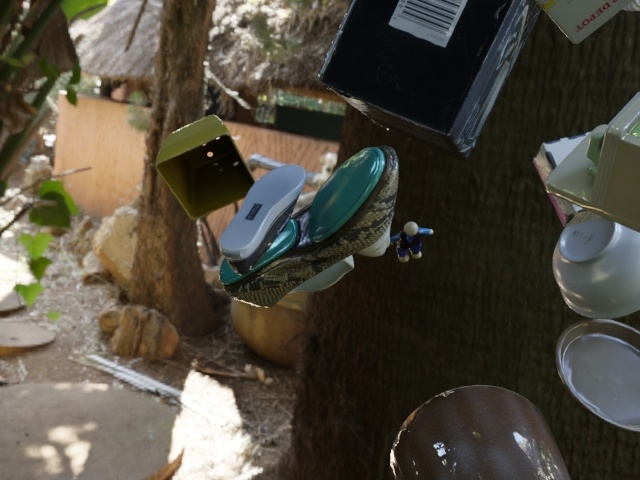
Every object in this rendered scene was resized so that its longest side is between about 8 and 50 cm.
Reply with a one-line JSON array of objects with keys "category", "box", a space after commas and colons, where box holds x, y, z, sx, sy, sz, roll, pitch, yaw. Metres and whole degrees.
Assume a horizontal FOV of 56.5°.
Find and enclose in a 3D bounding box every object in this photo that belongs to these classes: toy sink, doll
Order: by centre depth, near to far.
[{"category": "toy sink", "box": [0.411, -0.103, 0.698, 0.153, 0.131, 0.234, -40, 52, -23]}, {"category": "doll", "box": [0.251, -0.003, 1.652, 0.129, 0.046, 0.189, -16, -27, 1]}]

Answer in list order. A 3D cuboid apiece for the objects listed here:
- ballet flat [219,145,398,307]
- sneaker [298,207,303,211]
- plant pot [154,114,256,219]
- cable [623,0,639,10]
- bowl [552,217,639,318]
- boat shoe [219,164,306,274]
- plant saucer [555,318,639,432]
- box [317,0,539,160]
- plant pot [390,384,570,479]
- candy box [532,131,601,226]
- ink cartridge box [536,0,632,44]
[{"category": "ballet flat", "box": [0.009, -0.001, 1.098, 0.182, 0.483, 0.164, 30, 45, -29]}, {"category": "sneaker", "box": [0.000, 0.000, 1.732, 0.221, 0.128, 0.087, 27, 15, -30]}, {"category": "plant pot", "box": [-0.316, -0.223, 1.652, 0.212, 0.212, 0.187, -23, 42, 3]}, {"category": "cable", "box": [0.668, -0.609, 1.225, 0.089, 0.257, 0.257, 29, 18, 37]}, {"category": "bowl", "box": [0.654, 0.022, 1.384, 0.134, 0.298, 0.298, 36, 2, -25]}, {"category": "boat shoe", "box": [-0.087, -0.034, 0.988, 0.080, 0.076, 0.228, 10, 47, 21]}, {"category": "plant saucer", "box": [0.646, 0.294, 1.302, 0.278, 0.041, 0.278, 5, 47, -5]}, {"category": "box", "box": [0.277, -0.463, 1.295, 0.297, 0.479, 0.472, 27, 10, 14]}, {"category": "plant pot", "box": [0.204, 0.319, 0.675, 0.215, 0.215, 0.230, 10, 17, -6]}, {"category": "candy box", "box": [0.558, -0.133, 1.155, 0.233, 0.159, 0.071, -13, -24, -4]}, {"category": "ink cartridge box", "box": [0.319, -0.372, 0.761, 0.176, 0.128, 0.127, 39, 35, -20]}]
